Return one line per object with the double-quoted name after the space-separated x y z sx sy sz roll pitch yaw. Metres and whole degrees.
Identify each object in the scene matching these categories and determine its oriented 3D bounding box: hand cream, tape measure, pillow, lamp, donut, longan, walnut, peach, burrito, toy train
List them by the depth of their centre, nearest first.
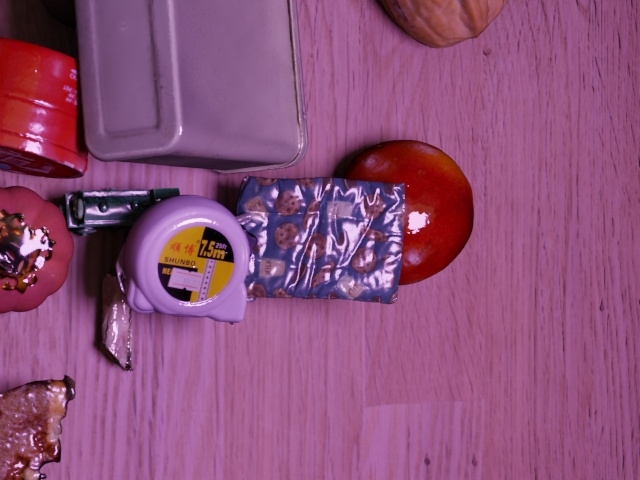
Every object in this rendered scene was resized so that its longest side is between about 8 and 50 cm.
-0.413 -0.177 1.420 0.230 0.230 0.149 17 81 -25 "hand cream"
-0.430 0.013 1.449 0.182 0.140 0.181 0 91 -26 "lamp"
-0.430 0.269 1.450 0.144 0.126 0.186 13 78 -19 "donut"
-0.186 0.023 1.495 0.196 0.105 0.178 14 100 -28 "tape measure"
-0.352 -0.361 1.531 0.113 0.092 0.113 17 65 -42 "longan"
-0.294 -0.046 1.538 0.171 0.111 0.071 -3 86 -28 "toy train"
-0.302 0.122 1.564 0.055 0.041 0.149 2 88 -40 "burrito"
-0.002 -0.002 1.583 0.256 0.034 0.188 3 92 -2 "pillow"
0.129 -0.047 1.702 0.244 0.199 0.243 2 80 -13 "peach"
0.200 -0.447 1.746 0.225 0.225 0.261 -43 111 -22 "walnut"

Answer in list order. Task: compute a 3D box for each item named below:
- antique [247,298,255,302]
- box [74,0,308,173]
-0.183 0.048 1.602 0.183 0.086 0.088 6 86 -27 "antique"
-0.174 -0.275 1.477 0.344 0.178 0.351 -5 91 -64 "box"
